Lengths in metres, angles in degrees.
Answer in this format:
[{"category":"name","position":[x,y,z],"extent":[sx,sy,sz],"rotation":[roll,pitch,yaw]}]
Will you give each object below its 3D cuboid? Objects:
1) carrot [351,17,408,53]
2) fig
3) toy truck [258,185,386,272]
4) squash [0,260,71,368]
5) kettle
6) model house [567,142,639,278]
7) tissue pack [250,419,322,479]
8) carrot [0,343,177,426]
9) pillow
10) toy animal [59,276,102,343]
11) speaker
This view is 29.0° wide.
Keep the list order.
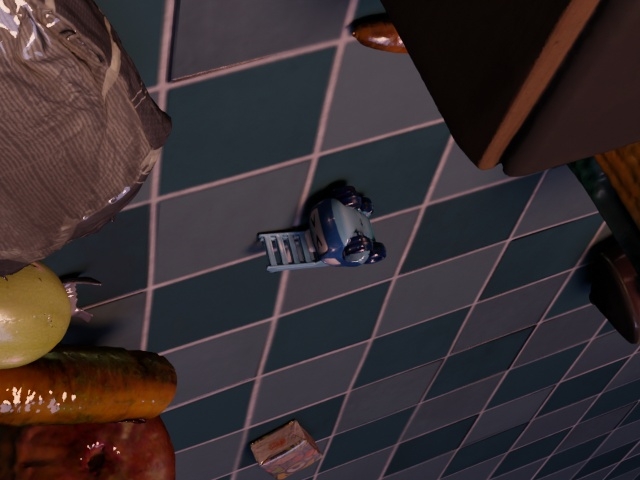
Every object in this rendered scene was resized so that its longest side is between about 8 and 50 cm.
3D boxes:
[{"category":"carrot","position":[0.095,-0.141,0.813],"extent":[0.165,0.036,0.036],"rotation":[-10,150,-26]},{"category":"fig","position":[-0.226,0.185,1.028],"extent":[0.230,0.160,0.143],"rotation":[0,153,45]},{"category":"toy truck","position":[0.000,0.000,0.968],"extent":[0.090,0.056,0.073],"rotation":[-20,163,15]},{"category":"squash","position":[-0.268,0.044,0.761],"extent":[0.250,0.083,0.083],"rotation":[0,143,-40]},{"category":"kettle","position":[0.404,0.020,1.322],"extent":[0.232,0.144,0.202],"rotation":[-20,-175,0]},{"category":"model house","position":[0.286,-0.075,0.831],"extent":[0.230,0.280,0.249],"rotation":[-34,159,12]},{"category":"tissue pack","position":[-0.038,0.238,1.388],"extent":[0.063,0.035,0.083],"rotation":[-28,155,2]},{"category":"carrot","position":[-0.223,0.099,0.880],"extent":[0.260,0.070,0.070],"rotation":[8,138,-39]},{"category":"pillow","position":[-0.175,-0.072,0.615],"extent":[0.161,0.093,0.335],"rotation":[-22,155,2]},{"category":"toy animal","position":[-0.195,0.054,0.904],"extent":[0.050,0.028,0.084],"rotation":[-12,151,-45]},{"category":"speaker","position":[0.137,-0.171,0.625],"extent":[0.153,0.192,0.231],"rotation":[-18,157,-21]}]
